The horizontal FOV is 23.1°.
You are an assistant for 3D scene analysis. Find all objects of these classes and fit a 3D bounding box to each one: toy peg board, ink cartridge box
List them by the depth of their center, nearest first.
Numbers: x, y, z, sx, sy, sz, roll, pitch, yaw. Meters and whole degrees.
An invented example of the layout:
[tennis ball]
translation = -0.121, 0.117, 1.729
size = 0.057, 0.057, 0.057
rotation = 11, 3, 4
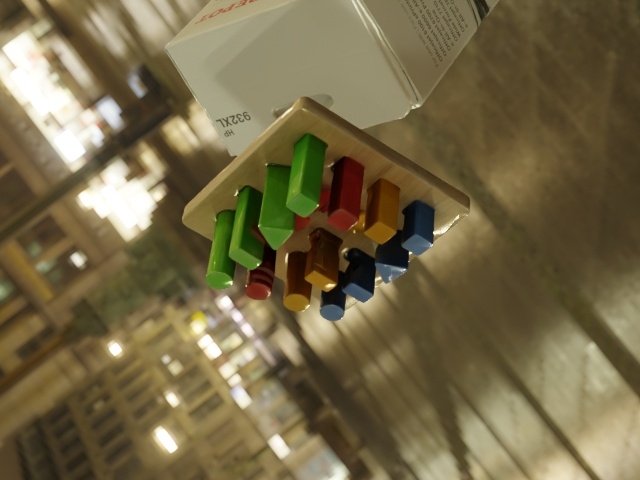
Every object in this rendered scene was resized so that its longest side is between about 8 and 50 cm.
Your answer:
[toy peg board]
translation = 0.000, 0.000, 1.174
size = 0.161, 0.161, 0.079
rotation = 30, -137, -23
[ink cartridge box]
translation = 0.039, -0.228, 1.404
size = 0.223, 0.307, 0.129
rotation = -12, 120, 41
